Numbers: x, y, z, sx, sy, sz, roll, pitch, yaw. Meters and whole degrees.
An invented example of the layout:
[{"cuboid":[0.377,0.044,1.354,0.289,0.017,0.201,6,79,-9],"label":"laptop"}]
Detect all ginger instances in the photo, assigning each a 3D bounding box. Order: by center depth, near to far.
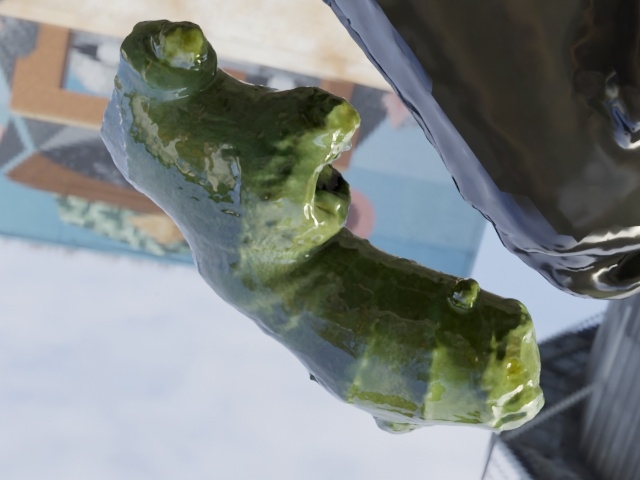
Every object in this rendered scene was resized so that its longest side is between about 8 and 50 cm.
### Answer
[{"cuboid":[-0.005,-0.002,0.699,0.290,0.137,0.089,51,-154,2],"label":"ginger"}]

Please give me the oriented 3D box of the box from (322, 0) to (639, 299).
[{"cuboid":[0.117,-0.202,0.481,0.350,0.359,0.091,-36,-178,-21],"label":"box"}]
